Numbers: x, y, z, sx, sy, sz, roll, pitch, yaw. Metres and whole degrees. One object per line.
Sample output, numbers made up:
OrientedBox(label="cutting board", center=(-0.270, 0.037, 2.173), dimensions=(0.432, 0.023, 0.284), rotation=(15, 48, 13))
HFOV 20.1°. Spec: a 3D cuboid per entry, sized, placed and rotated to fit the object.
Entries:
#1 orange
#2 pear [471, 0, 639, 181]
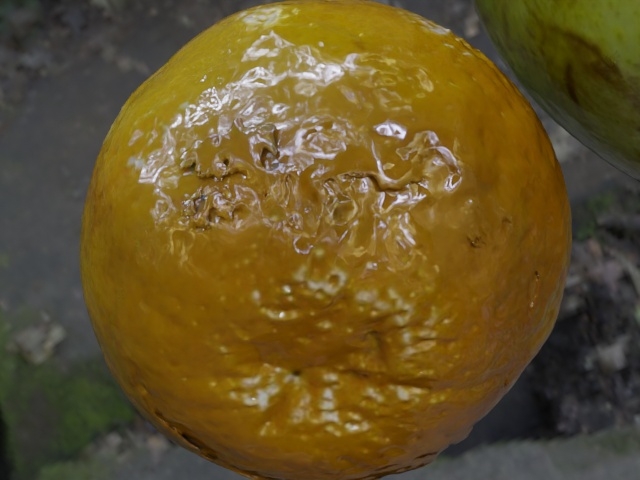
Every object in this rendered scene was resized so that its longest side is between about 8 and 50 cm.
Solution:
OrientedBox(label="orange", center=(0.002, 0.000, 0.793), dimensions=(0.219, 0.219, 0.193), rotation=(-20, 53, 11))
OrientedBox(label="pear", center=(0.197, -0.148, 0.835), dimensions=(0.284, 0.283, 0.283), rotation=(-15, 45, 15))
